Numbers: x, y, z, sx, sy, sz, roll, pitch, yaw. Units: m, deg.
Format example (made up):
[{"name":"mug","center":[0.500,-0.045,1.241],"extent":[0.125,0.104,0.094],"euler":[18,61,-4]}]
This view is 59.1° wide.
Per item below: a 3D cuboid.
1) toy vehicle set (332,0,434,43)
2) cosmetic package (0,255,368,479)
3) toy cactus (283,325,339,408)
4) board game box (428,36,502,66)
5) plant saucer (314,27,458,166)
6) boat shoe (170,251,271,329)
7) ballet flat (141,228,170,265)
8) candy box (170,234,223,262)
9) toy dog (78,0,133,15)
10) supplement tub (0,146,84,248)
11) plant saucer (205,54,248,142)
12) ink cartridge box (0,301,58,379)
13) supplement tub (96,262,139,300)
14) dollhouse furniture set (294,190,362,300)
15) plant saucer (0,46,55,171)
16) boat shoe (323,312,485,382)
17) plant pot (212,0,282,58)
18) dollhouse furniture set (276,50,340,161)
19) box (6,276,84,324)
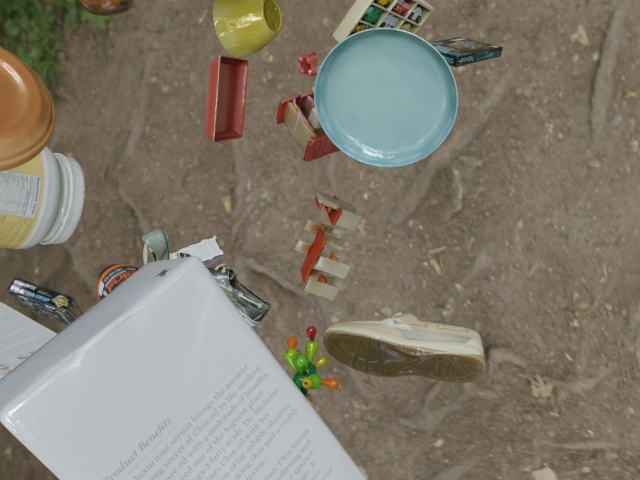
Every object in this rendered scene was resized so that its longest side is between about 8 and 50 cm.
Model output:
[{"name":"toy vehicle set","center":[0.157,-0.529,1.365],"extent":[0.035,0.267,0.166],"euler":[51,121,18]},{"name":"cosmetic package","center":[-0.120,0.264,0.650],"extent":[0.230,0.453,0.162],"euler":[-43,20,-30]},{"name":"toy cactus","center":[-0.025,0.289,1.104],"extent":[0.112,0.180,0.219],"euler":[1,30,-3]},{"name":"board game box","center":[0.324,-0.447,1.329],"extent":[0.126,0.186,0.026],"euler":[32,131,38]},{"name":"plant saucer","center":[0.144,-0.314,1.253],"extent":[0.318,0.317,0.043],"euler":[-18,28,28]},{"name":"boat shoe","center":[-0.196,0.084,1.121],"extent":[0.219,0.078,0.070],"euler":[38,101,0]},{"name":"ballet flat","center":[-0.399,0.069,1.399],"extent":[0.068,0.213,0.072],"euler":[-24,38,-28]},{"name":"candy box","center":[-0.419,0.065,1.787],"extent":[0.196,0.165,0.070],"euler":[-24,87,-21]},{"name":"toy dog","center":[-0.313,-0.530,0.995],"extent":[0.408,0.284,0.395],"euler":[8,49,41]},{"name":"supplement tub","center":[-0.693,-0.108,1.159],"extent":[0.241,0.331,0.240],"euler":[-6,80,39]},{"name":"plant saucer","center":[-0.300,-0.449,1.788],"extent":[0.048,0.258,0.258],"euler":[9,106,10]},{"name":"ink cartridge box","center":[-0.547,0.199,0.978],"extent":[0.233,0.189,0.066],"euler":[28,105,10]},{"name":"supplement tub","center":[-0.400,0.111,1.175],"extent":[0.198,0.106,0.106],"euler":[23,82,49]},{"name":"dollhouse furniture set","center":[0.000,0.000,1.637],"extent":[0.259,0.135,0.262],"euler":[-64,19,21]},{"name":"plant saucer","center":[-0.428,-0.175,0.683],"extent":[0.037,0.200,0.199],"euler":[-40,45,47]},{"name":"boat shoe","center":[0.158,0.194,1.078],"extent":[0.303,0.109,0.098],"euler":[7,39,6]},{"name":"plant pot","center":[-0.132,-0.437,1.115],"extent":[0.095,0.134,0.134],"euler":[-1,67,30]},{"name":"dollhouse furniture set","center":[0.000,-0.445,1.773],"extent":[0.152,0.374,0.201],"euler":[-24,69,-27]},{"name":"box","center":[-0.810,0.190,1.680],"extent":[0.175,0.220,0.051],"euler":[21,66,-4]}]
